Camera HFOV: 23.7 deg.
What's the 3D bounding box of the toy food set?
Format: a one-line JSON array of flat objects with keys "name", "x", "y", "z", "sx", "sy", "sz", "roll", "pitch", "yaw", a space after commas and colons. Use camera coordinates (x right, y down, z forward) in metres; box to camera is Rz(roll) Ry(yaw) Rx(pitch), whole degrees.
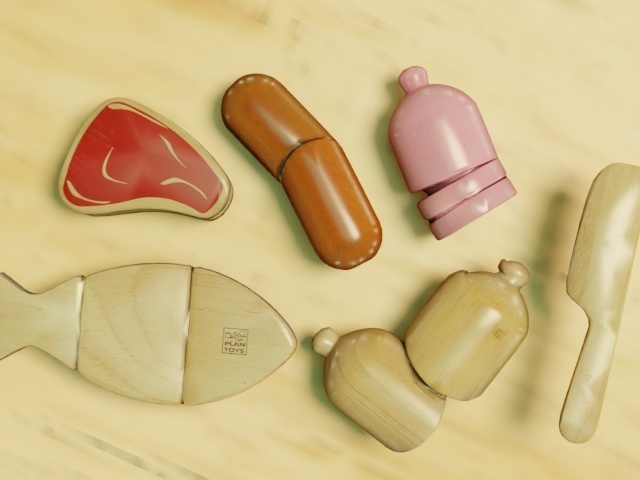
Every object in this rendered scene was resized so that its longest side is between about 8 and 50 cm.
[{"name": "toy food set", "x": 0.000, "y": 0.000, "z": 0.310, "sx": 0.122, "sy": 0.019, "sz": 0.077, "roll": 13, "pitch": 90, "yaw": 3}]
